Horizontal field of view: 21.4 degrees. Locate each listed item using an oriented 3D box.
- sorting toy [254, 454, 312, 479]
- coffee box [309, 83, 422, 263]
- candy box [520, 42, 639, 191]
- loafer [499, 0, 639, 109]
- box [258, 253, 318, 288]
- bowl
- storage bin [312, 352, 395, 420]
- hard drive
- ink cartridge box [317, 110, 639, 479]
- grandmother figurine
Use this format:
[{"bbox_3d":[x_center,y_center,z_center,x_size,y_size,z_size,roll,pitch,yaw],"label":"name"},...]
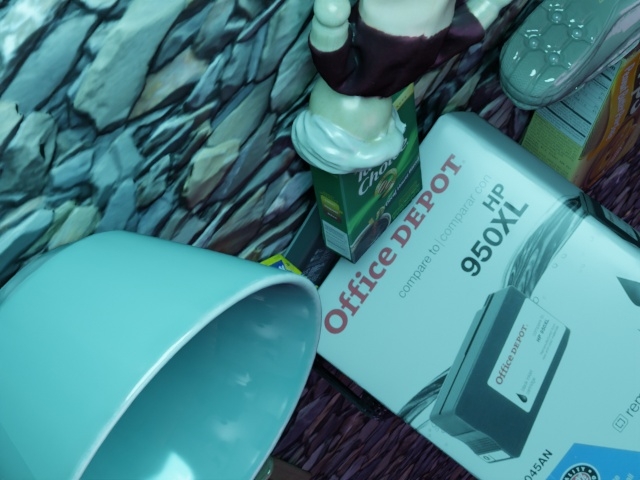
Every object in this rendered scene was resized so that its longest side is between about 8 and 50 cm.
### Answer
[{"bbox_3d":[-0.129,0.412,2.183,0.307,0.041,0.229,-50,163,-1],"label":"sorting toy"},{"bbox_3d":[0.043,-0.067,1.552,0.113,0.040,0.184,-48,156,-21],"label":"coffee box"},{"bbox_3d":[0.345,-0.186,2.050,0.183,0.087,0.316,-40,160,-30],"label":"candy box"},{"bbox_3d":[0.311,-0.260,1.785,0.319,0.112,0.111,-41,168,-6],"label":"loafer"},{"bbox_3d":[-0.070,0.096,1.635,0.059,0.054,0.169,-25,151,-54],"label":"box"},{"bbox_3d":[-0.157,0.117,1.232,0.311,0.163,0.311,-47,158,-25],"label":"bowl"},{"bbox_3d":[0.073,0.130,1.963,0.084,0.122,0.180,-54,163,15],"label":"storage bin"},{"bbox_3d":[0.000,0.000,1.666,0.135,0.022,0.094,-58,162,24],"label":"hard drive"},{"bbox_3d":[0.212,0.092,1.737,0.285,0.395,0.166,-55,170,12],"label":"ink cartridge box"},{"bbox_3d":[0.068,-0.183,1.336,0.208,0.104,0.342,-3,140,-31],"label":"grandmother figurine"}]
